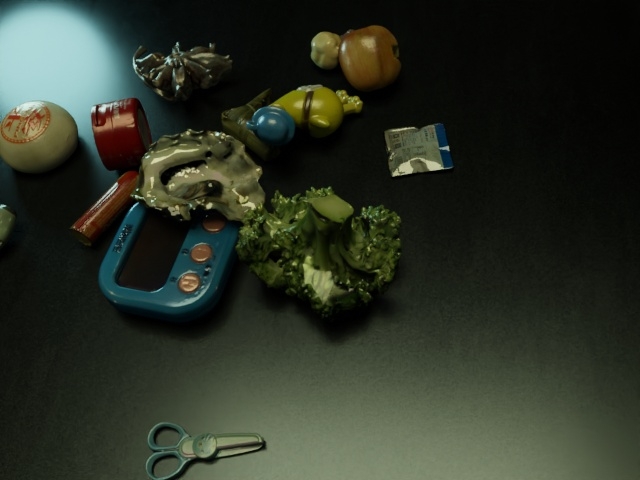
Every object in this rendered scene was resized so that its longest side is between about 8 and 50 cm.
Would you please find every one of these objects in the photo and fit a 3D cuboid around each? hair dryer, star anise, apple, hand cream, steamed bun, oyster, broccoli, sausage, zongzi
[{"bbox_3d":[-0.949,0.016,1.848,0.267,0.092,0.229,-4,61,22],"label":"hair dryer"},{"bbox_3d":[-0.420,-0.511,2.101,0.315,0.139,0.359,-3,40,-4],"label":"star anise"},{"bbox_3d":[0.147,-0.520,1.993,0.199,0.199,0.199,-4,56,5],"label":"apple"},{"bbox_3d":[-0.546,-0.294,1.919,0.125,0.193,0.193,-12,55,-3],"label":"hand cream"},{"bbox_3d":[-0.824,-0.312,1.994,0.231,0.145,0.232,-4,55,5],"label":"steamed bun"},{"bbox_3d":[-0.312,-0.146,1.701,0.351,0.115,0.238,-9,72,12],"label":"oyster"},{"bbox_3d":[0.011,0.014,1.600,0.338,0.317,0.277,50,55,-12],"label":"broccoli"},{"bbox_3d":[-0.557,-0.100,1.857,0.083,0.083,0.264,25,62,22],"label":"sausage"},{"bbox_3d":[-0.142,-0.328,1.953,0.205,0.094,0.204,36,60,22],"label":"zongzi"}]

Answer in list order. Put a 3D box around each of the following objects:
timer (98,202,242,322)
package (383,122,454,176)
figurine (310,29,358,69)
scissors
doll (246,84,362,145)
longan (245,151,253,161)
[{"bbox_3d":[-0.364,0.038,1.715,0.309,0.115,0.340,10,58,12],"label":"timer"},{"bbox_3d":[0.264,-0.249,1.880,0.173,0.027,0.171,-6,52,3],"label":"package"},{"bbox_3d":[0.058,-0.591,2.108,0.196,0.108,0.114,-25,65,-31],"label":"figurine"},{"bbox_3d":[-0.247,0.441,1.477,0.256,0.030,0.125,-8,57,5],"label":"scissors"},{"bbox_3d":[-0.053,-0.345,1.894,0.363,0.145,0.199,-21,39,-37],"label":"doll"},{"bbox_3d":[-0.249,-0.176,1.820,0.154,0.145,0.176,-25,22,11],"label":"longan"}]
